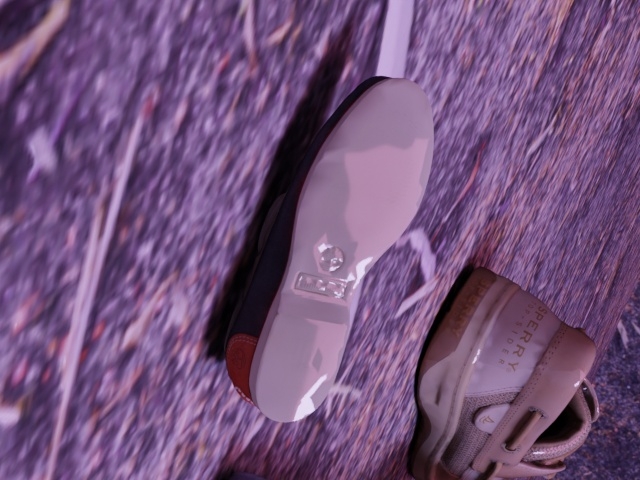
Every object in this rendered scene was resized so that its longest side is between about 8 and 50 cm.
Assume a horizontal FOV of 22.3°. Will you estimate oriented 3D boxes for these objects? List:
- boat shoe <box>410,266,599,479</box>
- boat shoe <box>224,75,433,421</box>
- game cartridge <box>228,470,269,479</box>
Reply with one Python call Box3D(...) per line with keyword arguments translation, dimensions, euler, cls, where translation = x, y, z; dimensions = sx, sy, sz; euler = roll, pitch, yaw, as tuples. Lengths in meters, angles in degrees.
Box3D(translation=(0.138, 0.131, 1.178), dimensions=(0.121, 0.110, 0.341), euler=(-60, 165, -15), cls="boat shoe")
Box3D(translation=(0.000, 0.000, 0.609), dimensions=(0.043, 0.049, 0.137), euler=(37, -72, 61), cls="boat shoe")
Box3D(translation=(0.018, 0.281, 0.803), dimensions=(0.355, 0.068, 0.230), euler=(44, 64, -43), cls="game cartridge")
